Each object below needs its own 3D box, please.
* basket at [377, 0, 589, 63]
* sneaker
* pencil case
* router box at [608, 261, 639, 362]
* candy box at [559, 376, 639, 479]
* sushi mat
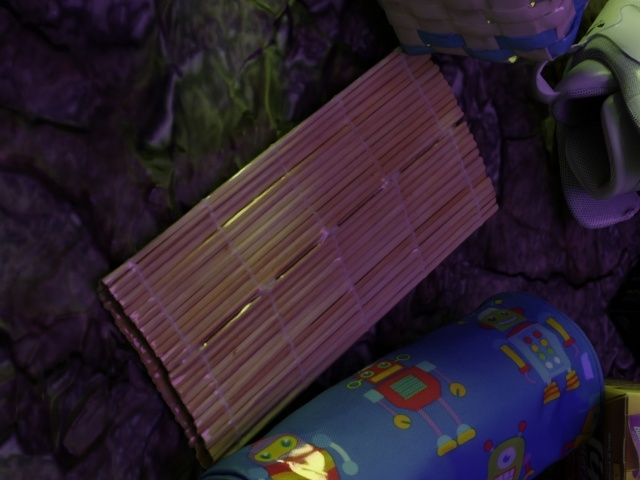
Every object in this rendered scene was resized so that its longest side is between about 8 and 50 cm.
[{"bbox_3d":[0.099,-0.279,0.952,0.254,0.201,0.289,-57,132,-29],"label":"basket"},{"bbox_3d":[0.315,-0.044,1.148,0.210,0.137,0.366,-38,91,-29],"label":"sneaker"},{"bbox_3d":[0.053,0.144,0.968,0.306,0.119,0.133,-27,126,-38],"label":"pencil case"},{"bbox_3d":[0.322,0.075,1.248,0.133,0.046,0.179,-52,121,-29],"label":"router box"},{"bbox_3d":[0.215,0.156,1.071,0.053,0.187,0.109,2,88,-5],"label":"candy box"},{"bbox_3d":[0.000,0.000,0.988,0.316,0.019,0.151,-41,114,-34],"label":"sushi mat"}]
